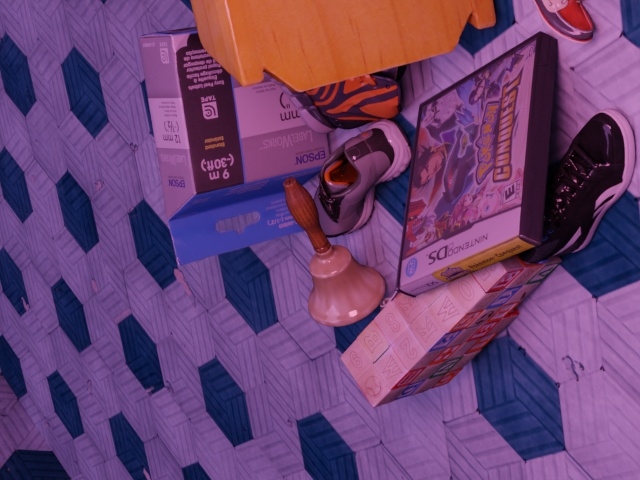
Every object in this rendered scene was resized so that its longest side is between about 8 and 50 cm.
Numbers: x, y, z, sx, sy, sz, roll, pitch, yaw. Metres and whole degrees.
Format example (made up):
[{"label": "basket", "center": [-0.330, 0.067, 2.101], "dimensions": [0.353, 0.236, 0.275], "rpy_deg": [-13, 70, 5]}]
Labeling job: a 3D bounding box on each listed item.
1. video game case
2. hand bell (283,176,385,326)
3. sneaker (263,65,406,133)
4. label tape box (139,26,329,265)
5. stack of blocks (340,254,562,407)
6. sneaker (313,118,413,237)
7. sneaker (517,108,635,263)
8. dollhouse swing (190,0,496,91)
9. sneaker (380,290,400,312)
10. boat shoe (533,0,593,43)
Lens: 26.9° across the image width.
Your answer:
[{"label": "video game case", "center": [0.188, -0.088, 1.639], "dimensions": [0.248, 0.035, 0.275], "rpy_deg": [-28, 48, 54]}, {"label": "hand bell", "center": [0.000, 0.000, 1.977], "dimensions": [0.126, 0.126, 0.242], "rpy_deg": [30, 153, 47]}, {"label": "sneaker", "center": [0.012, -0.264, 1.799], "dimensions": [0.180, 0.321, 0.125], "rpy_deg": [-7, 62, 31]}, {"label": "label tape box", "center": [-0.116, -0.153, 2.008], "dimensions": [0.115, 0.249, 0.348], "rpy_deg": [5, 107, 54]}, {"label": "stack of blocks", "center": [0.181, 0.089, 1.779], "dimensions": [0.297, 0.171, 0.087], "rpy_deg": [-50, 64, 35]}, {"label": "sneaker", "center": [0.033, -0.085, 1.976], "dimensions": [0.100, 0.108, 0.271], "rpy_deg": [59, 149, 16]}, {"label": "sneaker", "center": [0.289, -0.051, 1.584], "dimensions": [0.079, 0.121, 0.217], "rpy_deg": [47, 142, 31]}, {"label": "dollhouse swing", "center": [-0.025, -0.369, 1.688], "dimensions": [0.305, 0.347, 0.315], "rpy_deg": [17, 121, 63]}, {"label": "sneaker", "center": [0.120, 0.125, 2.009], "dimensions": [0.086, 0.064, 0.192], "rpy_deg": [62, 148, 27]}, {"label": "boat shoe", "center": [0.274, -0.284, 1.550], "dimensions": [0.137, 0.049, 0.043], "rpy_deg": [58, 145, 27]}]
